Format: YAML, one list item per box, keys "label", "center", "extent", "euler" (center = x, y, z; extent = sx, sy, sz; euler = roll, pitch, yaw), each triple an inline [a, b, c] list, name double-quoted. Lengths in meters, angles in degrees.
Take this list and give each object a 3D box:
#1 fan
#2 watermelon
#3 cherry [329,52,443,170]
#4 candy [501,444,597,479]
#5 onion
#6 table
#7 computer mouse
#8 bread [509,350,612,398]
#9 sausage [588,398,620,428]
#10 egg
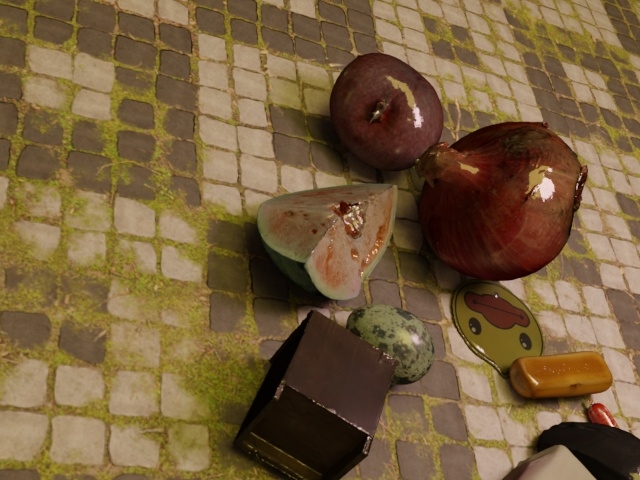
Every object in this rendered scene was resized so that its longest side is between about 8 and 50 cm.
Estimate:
- label: "fan"
  center: [0.369, 0.140, 1.774]
  extent: [0.230, 0.011, 0.335]
  euler: [18, 49, -20]
- label: "watermelon"
  center: [0.001, 0.006, 1.575]
  extent: [0.322, 0.188, 0.175]
  euler: [-23, 116, -48]
- label: "cherry"
  center: [0.148, -0.279, 1.822]
  extent: [0.261, 0.221, 0.307]
  euler: [53, 33, 3]
- label: "candy"
  center: [0.439, 0.533, 1.418]
  extent: [0.358, 0.145, 0.208]
  euler: [48, 46, 8]
- label: "onion"
  center: [0.368, -0.086, 1.727]
  extent: [0.354, 0.353, 0.353]
  euler: [17, 49, -21]
- label: "table"
  center: [-0.009, 0.258, 1.333]
  extent: [0.169, 0.172, 0.193]
  euler: [32, 42, -6]
- label: "computer mouse"
  center: [0.518, 0.387, 1.528]
  extent: [0.138, 0.086, 0.270]
  euler: [-9, 22, -33]
- label: "bread"
  center: [0.478, 0.272, 1.695]
  extent: [0.239, 0.074, 0.092]
  euler: [2, 53, -31]
- label: "sausage"
  center: [0.581, 0.382, 1.697]
  extent: [0.050, 0.048, 0.145]
  euler: [-4, 57, -41]
- label: "egg"
  center: [0.122, 0.182, 1.503]
  extent: [0.172, 0.132, 0.132]
  euler: [33, 44, 11]
